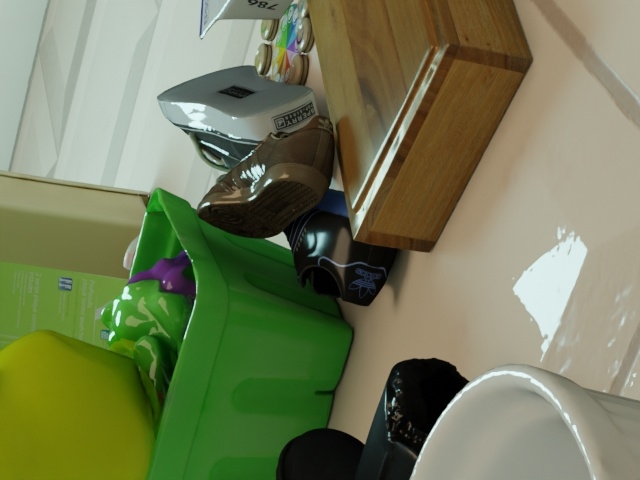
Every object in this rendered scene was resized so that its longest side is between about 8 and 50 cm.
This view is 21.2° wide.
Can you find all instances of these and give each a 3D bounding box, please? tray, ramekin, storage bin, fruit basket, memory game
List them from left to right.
[{"bbox_3d":[-0.374,0.056,2.294,0.123,0.262,0.260,-127,49,-62],"label":"storage bin"},{"bbox_3d":[-0.188,0.158,1.539,0.283,0.392,0.392,-121,43,-62],"label":"fruit basket"},{"bbox_3d":[-0.041,-0.205,1.821,0.186,0.012,0.186,-171,90,-71],"label":"memory game"},{"bbox_3d":[0.061,-0.208,1.427,0.411,0.076,0.203,-101,27,-44],"label":"tray"},{"bbox_3d":[0.143,0.209,0.890,0.277,0.135,0.277,-172,90,-71],"label":"ramekin"}]

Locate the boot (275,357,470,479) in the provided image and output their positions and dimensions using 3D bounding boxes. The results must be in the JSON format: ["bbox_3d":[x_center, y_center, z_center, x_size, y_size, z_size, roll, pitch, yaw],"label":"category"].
[{"bbox_3d":[0.053,0.162,1.235,0.246,0.094,0.207,-117,36,-50],"label":"boot"}]

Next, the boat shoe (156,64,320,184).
[{"bbox_3d":[-0.074,-0.109,1.728,0.306,0.113,0.105,18,129,60],"label":"boat shoe"}]

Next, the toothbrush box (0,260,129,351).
[{"bbox_3d":[-0.312,0.122,2.041,0.206,0.283,0.122,136,140,-62],"label":"toothbrush box"}]

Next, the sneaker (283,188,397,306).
[{"bbox_3d":[0.000,0.000,1.495,0.232,0.081,0.090,-164,90,-70],"label":"sneaker"}]

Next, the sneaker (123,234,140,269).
[{"bbox_3d":[-0.185,0.005,2.110,0.134,0.070,0.051,-56,-19,-55],"label":"sneaker"}]

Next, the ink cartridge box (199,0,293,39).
[{"bbox_3d":[-0.029,-0.317,1.532,0.333,0.065,0.165,138,137,-60],"label":"ink cartridge box"}]

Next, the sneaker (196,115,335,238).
[{"bbox_3d":[-0.040,-0.053,1.464,0.188,0.066,0.071,-18,47,57],"label":"sneaker"}]
